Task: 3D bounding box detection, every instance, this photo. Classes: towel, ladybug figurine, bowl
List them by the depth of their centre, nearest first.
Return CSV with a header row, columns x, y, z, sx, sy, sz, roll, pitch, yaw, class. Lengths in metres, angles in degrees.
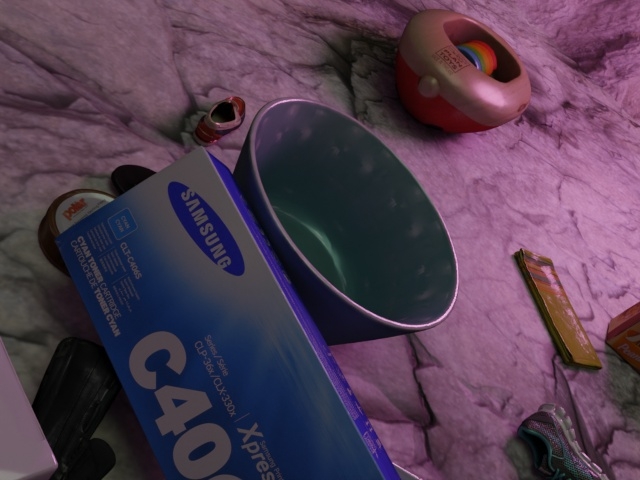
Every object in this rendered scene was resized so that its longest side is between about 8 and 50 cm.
x,y,z,sx,sy,sz,roll,pitch,yaw,class
0.000,0.000,0.769,0.311,0.163,0.311,28,41,-28,bowl
0.430,0.119,1.162,0.102,0.021,0.237,13,46,-31,towel
0.294,-0.352,1.388,0.305,0.162,0.449,49,37,9,ladybug figurine

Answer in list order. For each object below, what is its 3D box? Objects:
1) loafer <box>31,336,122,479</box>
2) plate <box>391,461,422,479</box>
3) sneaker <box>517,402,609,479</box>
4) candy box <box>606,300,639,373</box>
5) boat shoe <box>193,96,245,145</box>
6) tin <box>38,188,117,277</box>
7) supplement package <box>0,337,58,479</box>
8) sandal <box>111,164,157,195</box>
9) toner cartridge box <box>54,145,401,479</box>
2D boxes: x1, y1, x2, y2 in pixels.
x,y,z,sx,sy,sz,roll,pitch,yaw,class
-0.201,0.172,0.507,0.078,0.076,0.223,23,36,-17,loafer
0.115,0.372,0.546,0.277,0.045,0.278,32,45,-6,plate
0.324,0.306,0.866,0.076,0.065,0.166,-12,57,-28,sneaker
0.707,0.227,1.165,0.316,0.183,0.087,45,37,4,candy box
-0.140,-0.183,0.940,0.049,0.043,0.137,36,36,-4,boat shoe
-0.208,0.018,0.690,0.190,0.040,0.106,38,33,-5,tin
-0.265,0.135,0.351,0.134,0.244,0.139,-12,61,-47,supplement package
-0.166,-0.046,0.784,0.179,0.040,0.067,31,40,-14,sandal
-0.083,0.108,0.568,0.348,0.165,0.075,60,4,13,toner cartridge box
